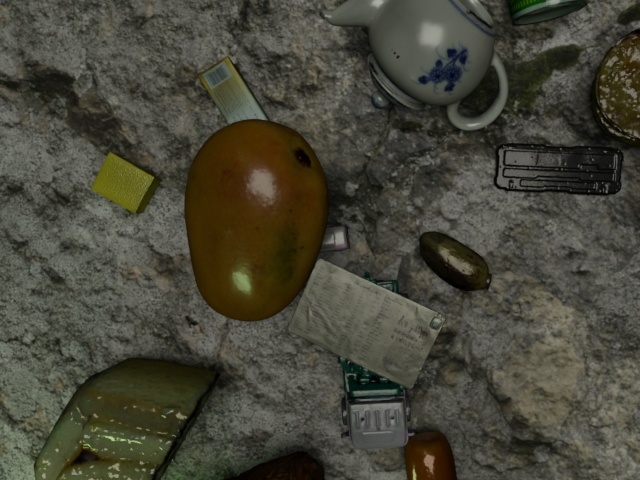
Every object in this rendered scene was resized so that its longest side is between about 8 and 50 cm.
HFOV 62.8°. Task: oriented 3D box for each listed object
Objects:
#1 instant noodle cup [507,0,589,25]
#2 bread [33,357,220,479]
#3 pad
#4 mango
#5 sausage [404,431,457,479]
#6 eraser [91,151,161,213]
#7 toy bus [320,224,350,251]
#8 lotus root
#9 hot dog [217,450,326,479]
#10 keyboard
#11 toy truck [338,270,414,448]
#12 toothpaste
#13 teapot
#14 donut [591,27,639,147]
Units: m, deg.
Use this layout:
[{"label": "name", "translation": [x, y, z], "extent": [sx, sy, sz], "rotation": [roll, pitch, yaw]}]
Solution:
[{"label": "instant noodle cup", "translation": [0.442, -0.570, 1.052], "extent": [0.207, 0.207, 0.232], "rotation": [-11, 98, 5]}, {"label": "bread", "translation": [-0.418, 0.399, 1.100], "extent": [0.264, 0.239, 0.395], "rotation": [29, 92, 4]}, {"label": "pad", "translation": [0.083, 0.158, 0.990], "extent": [0.265, 0.009, 0.159], "rotation": [24, 98, 8]}, {"label": "mango", "translation": [-0.139, -0.021, 1.040], "extent": [0.300, 0.232, 0.445], "rotation": [33, 124, 20]}, {"label": "sausage", "translation": [0.243, 0.546, 1.112], "extent": [0.105, 0.105, 0.274], "rotation": [-9, 89, 5]}, {"label": "eraser", "translation": [-0.442, -0.130, 1.196], "extent": [0.122, 0.045, 0.097], "rotation": [28, 93, 3]}, {"label": "toy bus", "translation": [0.000, 0.000, 1.141], "extent": [0.123, 0.075, 0.060], "rotation": [-7, 90, 5]}, {"label": "lotus root", "translation": [0.282, 0.048, 1.109], "extent": [0.179, 0.089, 0.080], "rotation": [34, 50, 8]}, {"label": "hot dog", "translation": [-0.165, 0.569, 1.074], "extent": [0.388, 0.267, 0.174], "rotation": [-18, 63, -4]}, {"label": "keyboard", "translation": [0.508, -0.151, 1.123], "extent": [0.263, 0.016, 0.106], "rotation": [3, 90, 6]}, {"label": "toy truck", "translation": [0.105, 0.243, 1.087], "extent": [0.177, 0.178, 0.363], "rotation": [-4, 93, 5]}, {"label": "toothpaste", "translation": [-0.149, -0.249, 1.156], "extent": [0.089, 0.071, 0.312], "rotation": [-32, 87, 2]}, {"label": "teapot", "translation": [0.198, -0.368, 1.052], "extent": [0.424, 0.252, 0.280], "rotation": [31, 129, -18]}, {"label": "donut", "translation": [0.685, -0.299, 1.068], "extent": [0.272, 0.107, 0.271], "rotation": [-1, 86, 8]}]
